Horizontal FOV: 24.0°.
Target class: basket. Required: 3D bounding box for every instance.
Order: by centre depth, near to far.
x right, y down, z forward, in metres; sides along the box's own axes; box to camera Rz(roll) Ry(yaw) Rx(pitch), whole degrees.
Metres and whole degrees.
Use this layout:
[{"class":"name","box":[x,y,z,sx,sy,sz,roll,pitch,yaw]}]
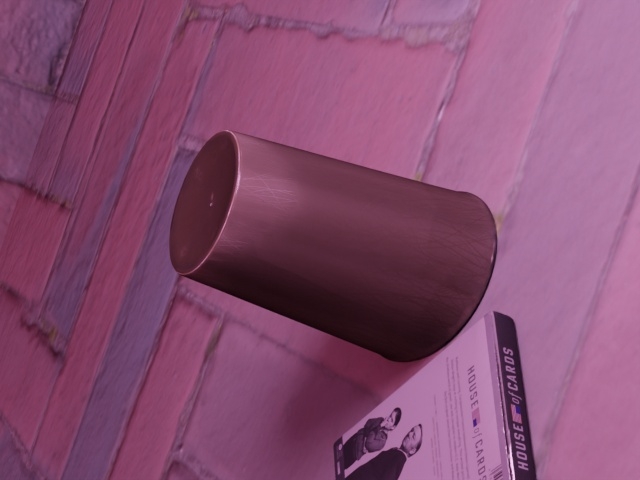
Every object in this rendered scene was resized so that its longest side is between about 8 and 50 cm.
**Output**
[{"class":"basket","box":[0.000,0.000,1.285,0.204,0.227,0.154,-26,51,55]}]

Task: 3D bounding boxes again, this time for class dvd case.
[{"class":"dvd case","box":[0.086,0.190,1.217,0.238,0.029,0.179,-45,36,42]}]
